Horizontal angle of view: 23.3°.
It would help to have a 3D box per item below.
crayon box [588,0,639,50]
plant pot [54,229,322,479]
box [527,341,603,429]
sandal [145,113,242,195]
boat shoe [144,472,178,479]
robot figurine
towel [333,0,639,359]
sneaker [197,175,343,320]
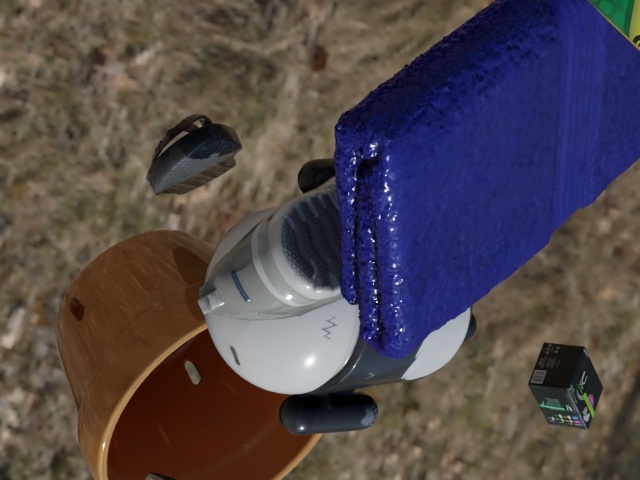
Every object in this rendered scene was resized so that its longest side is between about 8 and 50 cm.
[{"bbox_3d":[0.229,-0.087,0.540,0.278,0.165,0.081,-29,160,-49],"label":"crayon box"},{"bbox_3d":[-0.146,0.126,1.620,0.291,0.203,0.291,-23,136,-25],"label":"plant pot"},{"bbox_3d":[0.278,0.165,1.759,0.083,0.052,0.062,58,47,-42],"label":"box"},{"bbox_3d":[-0.134,-0.086,1.546,0.097,0.054,0.254,-28,180,-6],"label":"sandal"},{"bbox_3d":[-0.047,0.196,0.820,0.098,0.109,0.302,-65,-161,-9],"label":"boat shoe"},{"bbox_3d":[0.023,0.050,1.410,0.278,0.209,0.173,-2,150,-45],"label":"robot figurine"},{"bbox_3d":[0.127,-0.083,1.018,0.308,0.076,0.227,-39,145,-25],"label":"towel"},{"bbox_3d":[0.000,0.000,1.229,0.281,0.115,0.105,-12,79,-61],"label":"sneaker"}]
